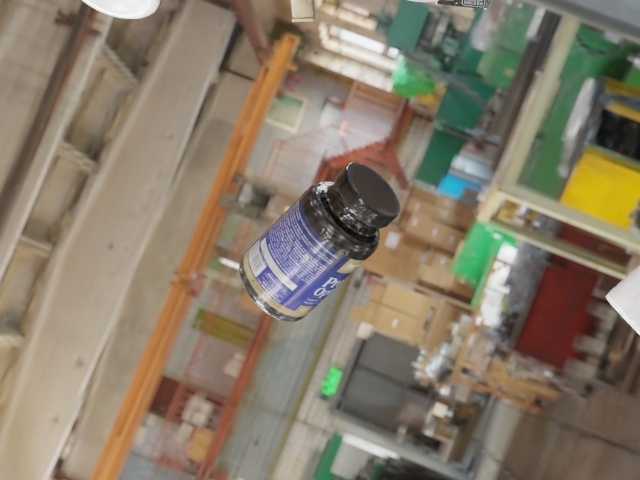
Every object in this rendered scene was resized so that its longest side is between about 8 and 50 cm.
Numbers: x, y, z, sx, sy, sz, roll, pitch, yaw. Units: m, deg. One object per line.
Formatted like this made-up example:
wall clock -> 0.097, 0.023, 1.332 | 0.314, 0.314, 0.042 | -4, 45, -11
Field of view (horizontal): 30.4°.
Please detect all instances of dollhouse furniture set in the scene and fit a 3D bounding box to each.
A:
dollhouse furniture set -> 0.016, -0.473, 2.119 | 0.101, 0.161, 0.181 | -78, -15, -58

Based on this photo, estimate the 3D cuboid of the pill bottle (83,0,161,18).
pill bottle -> -0.234, -0.420, 1.533 | 0.130, 0.131, 0.245 | 102, -177, -63

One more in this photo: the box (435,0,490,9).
box -> 0.242, -0.533, 1.854 | 0.289, 0.087, 0.169 | 85, -159, -43

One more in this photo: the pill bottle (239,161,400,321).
pill bottle -> 0.000, 0.000, 1.570 | 0.219, 0.123, 0.123 | -44, 8, 29

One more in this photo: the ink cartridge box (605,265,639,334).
ink cartridge box -> 0.589, 0.034, 1.813 | 0.278, 0.117, 0.201 | -42, -11, 16
